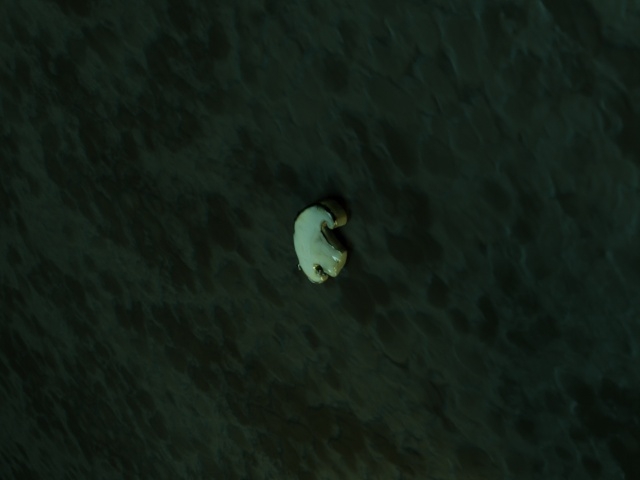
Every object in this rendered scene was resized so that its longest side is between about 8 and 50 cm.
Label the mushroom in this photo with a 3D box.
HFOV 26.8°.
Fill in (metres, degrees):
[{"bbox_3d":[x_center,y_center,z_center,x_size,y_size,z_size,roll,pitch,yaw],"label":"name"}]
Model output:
[{"bbox_3d":[0.000,0.000,1.019,0.049,0.019,0.101,45,151,17],"label":"mushroom"}]
